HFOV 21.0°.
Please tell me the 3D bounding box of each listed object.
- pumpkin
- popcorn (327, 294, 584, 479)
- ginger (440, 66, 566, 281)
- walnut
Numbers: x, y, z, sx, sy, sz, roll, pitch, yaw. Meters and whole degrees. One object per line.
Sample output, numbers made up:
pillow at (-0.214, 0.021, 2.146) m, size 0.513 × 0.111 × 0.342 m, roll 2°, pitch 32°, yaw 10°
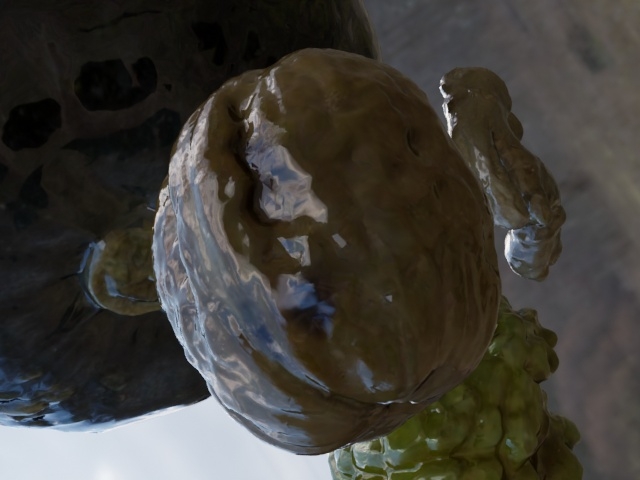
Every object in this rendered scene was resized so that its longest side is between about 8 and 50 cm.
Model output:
pumpkin at (-0.168, -0.077, 1.256) m, size 0.454 × 0.454 × 0.344 m, roll 50°, pitch -175°, yaw -39°
popcorn at (0.118, 0.172, 1.547) m, size 0.270 × 0.224 × 0.257 m, roll -5°, pitch -100°, yaw -69°
ginger at (0.151, -0.052, 1.348) m, size 0.259 × 0.065 × 0.149 m, roll 34°, pitch -140°, yaw -67°
walnut at (0.000, 0.000, 0.779) m, size 0.184 × 0.155 × 0.155 m, roll 68°, pitch -169°, yaw 19°
